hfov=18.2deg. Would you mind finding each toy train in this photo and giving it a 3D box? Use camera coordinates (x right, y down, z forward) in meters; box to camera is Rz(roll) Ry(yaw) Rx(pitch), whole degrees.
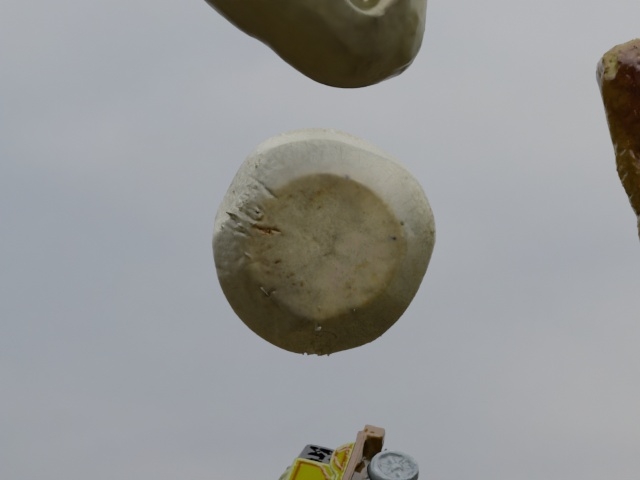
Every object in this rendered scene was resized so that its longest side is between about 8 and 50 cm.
[{"bbox_3d":[0.003,0.220,1.525,0.127,0.219,0.089,13,-57,8],"label":"toy train"}]

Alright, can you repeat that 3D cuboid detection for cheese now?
[{"bbox_3d":[0.011,-0.303,1.679,0.351,0.328,0.129,-38,-4,-30],"label":"cheese"}]

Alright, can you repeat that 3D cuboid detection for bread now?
[{"bbox_3d":[0.449,-0.066,2.354,0.185,0.380,0.109,-15,-6,7],"label":"bread"}]

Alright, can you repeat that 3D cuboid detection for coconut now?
[{"bbox_3d":[0.000,0.000,2.160,0.245,0.245,0.247,3,4,-1],"label":"coconut"}]
